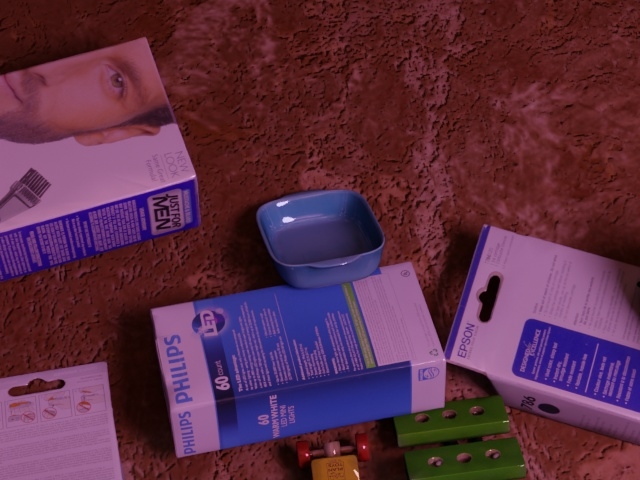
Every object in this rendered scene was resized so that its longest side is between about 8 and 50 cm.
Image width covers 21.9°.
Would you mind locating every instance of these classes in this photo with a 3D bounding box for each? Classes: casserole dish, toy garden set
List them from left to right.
[{"bbox_3d":[0.000,0.000,1.629,0.114,0.037,0.188,-10,25,-7],"label":"casserole dish"},{"bbox_3d":[0.089,0.242,1.487,0.204,0.049,0.244,-7,31,-3],"label":"toy garden set"}]

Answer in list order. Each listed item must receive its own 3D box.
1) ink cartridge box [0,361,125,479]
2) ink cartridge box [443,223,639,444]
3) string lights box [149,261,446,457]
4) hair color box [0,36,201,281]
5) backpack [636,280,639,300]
[{"bbox_3d":[-0.263,0.204,1.565,0.145,0.045,0.179,-9,44,-6],"label":"ink cartridge box"},{"bbox_3d":[0.294,0.106,1.608,0.333,0.065,0.165,18,63,6],"label":"ink cartridge box"},{"bbox_3d":[-0.023,0.111,1.572,0.260,0.076,0.133,-10,46,-7],"label":"string lights box"},{"bbox_3d":[-0.308,-0.067,1.661,0.339,0.110,0.185,-16,62,-12],"label":"hair color box"},{"bbox_3d":[0.380,0.078,1.514,0.115,0.152,0.182,-23,77,-4],"label":"backpack"}]
